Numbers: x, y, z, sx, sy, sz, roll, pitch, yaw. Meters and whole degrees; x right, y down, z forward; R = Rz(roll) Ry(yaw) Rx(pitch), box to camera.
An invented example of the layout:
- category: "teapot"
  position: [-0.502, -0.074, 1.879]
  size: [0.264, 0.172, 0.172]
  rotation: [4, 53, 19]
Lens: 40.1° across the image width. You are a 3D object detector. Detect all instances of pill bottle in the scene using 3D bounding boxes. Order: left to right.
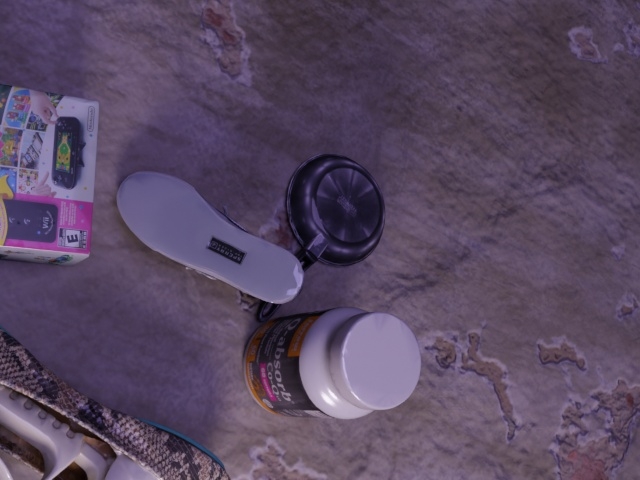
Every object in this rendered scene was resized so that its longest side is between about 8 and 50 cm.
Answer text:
- category: "pill bottle"
  position: [0.013, 0.180, 1.287]
  size: [0.162, 0.278, 0.162]
  rotation: [6, 78, -30]

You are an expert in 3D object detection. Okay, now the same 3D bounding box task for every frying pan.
- category: "frying pan"
  position: [-0.012, -0.027, 1.447]
  size: [0.326, 0.053, 0.197]
  rotation: [-31, 97, -34]

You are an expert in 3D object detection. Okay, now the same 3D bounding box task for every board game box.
- category: "board game box"
  position: [-0.460, -0.094, 1.163]
  size: [0.303, 0.097, 0.224]
  rotation: [6, 78, -29]

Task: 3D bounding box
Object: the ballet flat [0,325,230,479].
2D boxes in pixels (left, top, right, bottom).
- category: "ballet flat"
  position: [-0.333, 0.271, 1.125]
  size: [0.483, 0.164, 0.182]
  rotation: [38, 27, -18]

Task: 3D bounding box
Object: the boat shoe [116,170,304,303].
- category: "boat shoe"
  position: [-0.162, 0.000, 1.316]
  size: [0.306, 0.105, 0.113]
  rotation: [25, 80, 1]
